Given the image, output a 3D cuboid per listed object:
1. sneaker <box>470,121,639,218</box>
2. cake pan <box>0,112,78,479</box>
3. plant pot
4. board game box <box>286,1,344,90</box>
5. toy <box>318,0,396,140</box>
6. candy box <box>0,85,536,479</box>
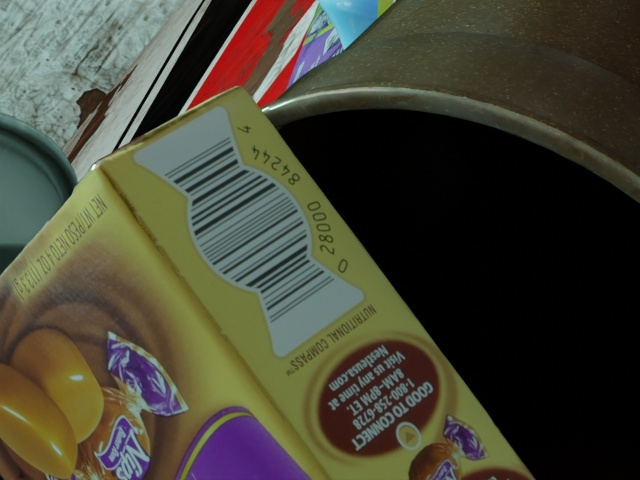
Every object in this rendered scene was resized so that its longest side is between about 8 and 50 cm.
[{"bbox_3d":[0.124,-0.100,0.654,0.279,0.107,0.118,-49,7,23],"label":"sneaker"},{"bbox_3d":[-0.195,0.076,0.719,0.293,0.054,0.293,-35,-24,-18],"label":"cake pan"},{"bbox_3d":[0.063,-0.011,0.530,0.167,0.167,0.165,-43,8,43],"label":"plant pot"},{"bbox_3d":[0.053,-0.157,1.246,0.208,0.056,0.347,-44,15,27],"label":"board game box"},{"bbox_3d":[0.000,0.000,0.674,0.137,0.056,0.237,-69,-12,-76],"label":"toy"},{"bbox_3d":[-0.003,0.071,0.451,0.053,0.186,0.109,-35,-4,-41],"label":"candy box"}]
